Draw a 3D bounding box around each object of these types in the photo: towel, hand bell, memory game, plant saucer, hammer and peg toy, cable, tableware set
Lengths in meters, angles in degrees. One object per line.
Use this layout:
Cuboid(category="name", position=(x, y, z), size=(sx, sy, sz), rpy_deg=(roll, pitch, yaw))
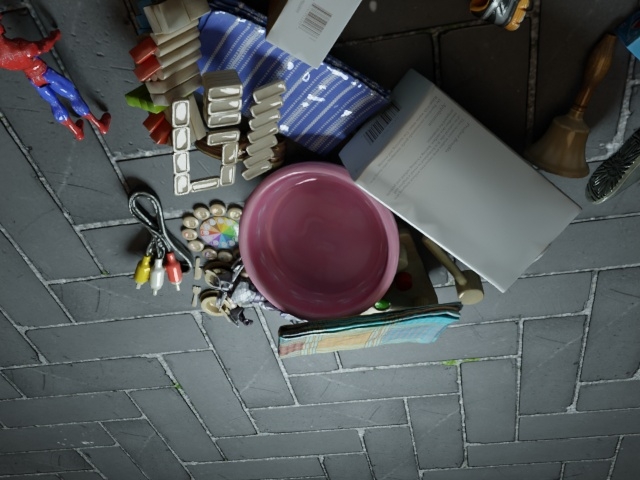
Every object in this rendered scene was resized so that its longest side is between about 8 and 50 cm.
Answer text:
Cuboid(category="towel", position=(-0.077, -0.266, 1.090), size=(0.335, 0.040, 0.243), rpy_deg=(24, 151, -21))
Cuboid(category="hand bell", position=(0.462, -0.245, 1.114), size=(0.126, 0.126, 0.242), rpy_deg=(8, 123, -6))
Cuboid(category="memory game", position=(-0.223, -0.015, 1.416), size=(0.186, 0.012, 0.186), rpy_deg=(1, 136, 1))
Cuboid(category="plant saucer", position=(0.000, 0.000, 1.270), size=(0.331, 0.084, 0.332), rpy_deg=(5, 109, 16))
Cuboid(category="hammer and peg toy", position=(0.164, 0.074, 1.412), size=(0.361, 0.127, 0.266), rpy_deg=(-16, 131, 17))
Cuboid(category="cable", position=(-0.356, 0.010, 1.404), size=(0.139, 0.072, 0.287), rpy_deg=(1, 135, -7))
Cuboid(category="towel", position=(0.093, 0.200, 1.338), size=(0.369, 0.040, 0.271), rpy_deg=(-7, 160, -6))
Cuboid(category="tableware set", position=(-0.250, 0.127, 1.540), size=(0.128, 0.039, 0.194), rpy_deg=(10, 134, -7))

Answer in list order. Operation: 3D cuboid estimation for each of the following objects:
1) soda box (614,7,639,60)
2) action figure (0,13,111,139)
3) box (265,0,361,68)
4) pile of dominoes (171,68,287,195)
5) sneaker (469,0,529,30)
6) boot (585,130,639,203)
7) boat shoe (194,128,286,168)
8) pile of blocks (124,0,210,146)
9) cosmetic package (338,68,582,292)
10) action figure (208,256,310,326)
Cuboid(category="soda box", position=(0.595, -0.304, 1.056), size=(0.210, 0.067, 0.071), rpy_deg=(30, 129, -24))
Cuboid(category="action figure", position=(-0.476, -0.307, 1.090), size=(0.091, 0.139, 0.280), rpy_deg=(-13, 156, 10))
Cuboid(category="box", position=(-0.012, -0.362, 0.938), size=(0.091, 0.171, 0.130), rpy_deg=(24, 124, -21))
Cuboid(category="pile of dominoes", position=(-0.169, -0.190, 1.112), size=(0.195, 0.040, 0.251), rpy_deg=(-13, 148, -21))
Cuboid(category="sneaker", position=(0.289, -0.419, 0.944), size=(0.083, 0.084, 0.215), rpy_deg=(9, 136, 0))
Cuboid(category="boot", position=(0.666, -0.116, 1.250), size=(0.208, 0.076, 0.190), rpy_deg=(16, 136, -23))
Cuboid(category="boat shoe", position=(-0.151, -0.187, 1.208), size=(0.177, 0.064, 0.060), rpy_deg=(8, 130, -15))
Cuboid(category="pile of blocks", position=(-0.272, -0.287, 1.019), size=(0.149, 0.112, 0.362), rpy_deg=(38, 145, 15))
Cuboid(category="cosmetic package", position=(0.253, -0.104, 1.143), size=(0.385, 0.156, 0.217), rpy_deg=(35, 106, -22))
Cuboid(category="action figure", position=(-0.129, 0.133, 1.486), size=(0.284, 0.099, 0.185), rpy_deg=(19, 132, -22))
